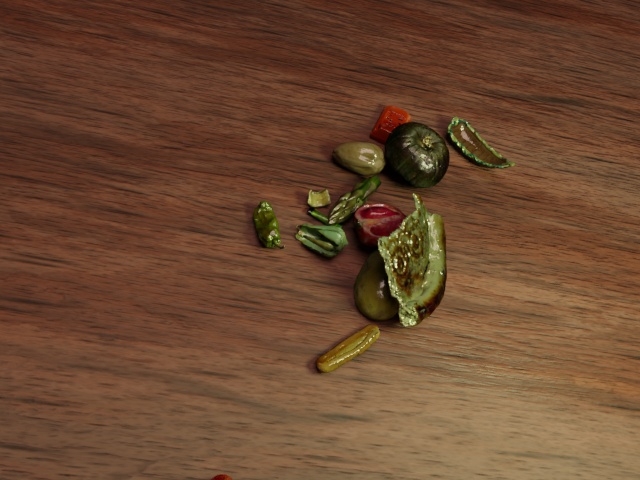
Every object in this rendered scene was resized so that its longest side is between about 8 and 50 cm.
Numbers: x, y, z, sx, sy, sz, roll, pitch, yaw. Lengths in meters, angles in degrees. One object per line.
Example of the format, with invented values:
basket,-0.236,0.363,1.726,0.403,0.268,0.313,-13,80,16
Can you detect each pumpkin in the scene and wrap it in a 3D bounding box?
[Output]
pumpkin,0.331,-0.293,2.024,0.238,0.159,0.238,17,56,-26

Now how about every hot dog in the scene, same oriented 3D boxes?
hot dog,0.082,0.307,1.676,0.216,0.047,0.066,-31,34,-29

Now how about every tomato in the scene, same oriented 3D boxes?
tomato,0.188,-0.030,1.873,0.173,0.099,0.189,-5,40,-17

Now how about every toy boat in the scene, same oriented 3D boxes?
toy boat,0.569,-0.328,2.165,0.108,0.099,0.293,-30,62,-26

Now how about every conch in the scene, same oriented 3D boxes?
conch,0.000,0.000,1.836,0.170,0.079,0.105,12,49,12

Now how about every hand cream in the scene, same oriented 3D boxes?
hand cream,0.014,-0.068,1.906,0.122,0.023,0.036,33,37,9

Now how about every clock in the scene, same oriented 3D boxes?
clock,0.258,-0.414,2.161,0.113,0.061,0.155,25,54,3

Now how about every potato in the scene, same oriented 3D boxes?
potato,0.202,0.106,1.795,0.160,0.111,0.271,29,57,3

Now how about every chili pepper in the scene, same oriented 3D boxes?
chili pepper,-0.157,-0.027,1.812,0.072,0.073,0.204,-17,51,-3

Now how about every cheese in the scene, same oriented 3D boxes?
cheese,-0.014,-0.137,1.932,0.084,0.041,0.060,0,65,-32

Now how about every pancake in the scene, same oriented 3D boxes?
pancake,0.299,0.048,1.783,0.427,0.067,0.304,-47,118,-46

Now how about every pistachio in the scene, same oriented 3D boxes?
pistachio,0.131,-0.282,2.022,0.186,0.108,0.126,13,29,2

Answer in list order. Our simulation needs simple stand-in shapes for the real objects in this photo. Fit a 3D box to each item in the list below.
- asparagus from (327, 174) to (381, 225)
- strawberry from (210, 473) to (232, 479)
asparagus,0.099,-0.124,1.930,0.080,0.080,0.287,35,48,9
strawberry,-0.232,0.581,1.409,0.073,0.083,0.073,12,50,-14
